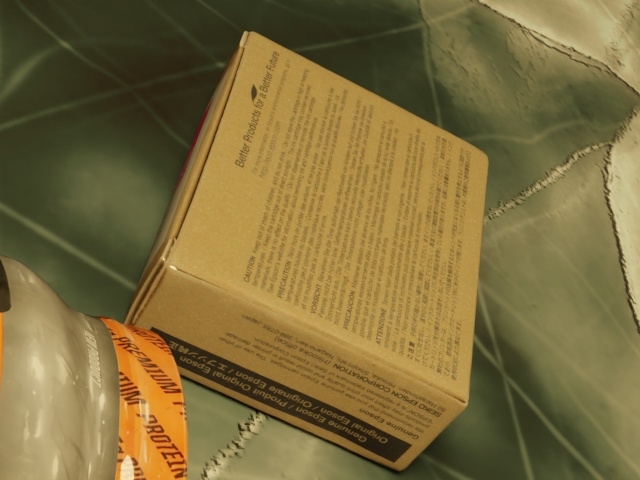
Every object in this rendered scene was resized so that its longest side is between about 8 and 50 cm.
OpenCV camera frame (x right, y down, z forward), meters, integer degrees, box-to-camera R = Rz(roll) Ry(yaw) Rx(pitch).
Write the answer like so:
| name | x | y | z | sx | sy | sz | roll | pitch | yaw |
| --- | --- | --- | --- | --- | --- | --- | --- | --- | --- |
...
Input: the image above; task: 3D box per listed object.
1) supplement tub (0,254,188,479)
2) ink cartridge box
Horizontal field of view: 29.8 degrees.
| name | x | y | z | sx | sy | sz | roll | pitch | yaw |
| --- | --- | --- | --- | --- | --- | --- | --- | --- | --- |
| supplement tub | -0.222 | 0.081 | 0.442 | 0.316 | 0.193 | 0.193 | 13 | 46 | -27 |
| ink cartridge box | 0.000 | 0.000 | 0.758 | 0.193 | 0.088 | 0.234 | 26 | 42 | -11 |
